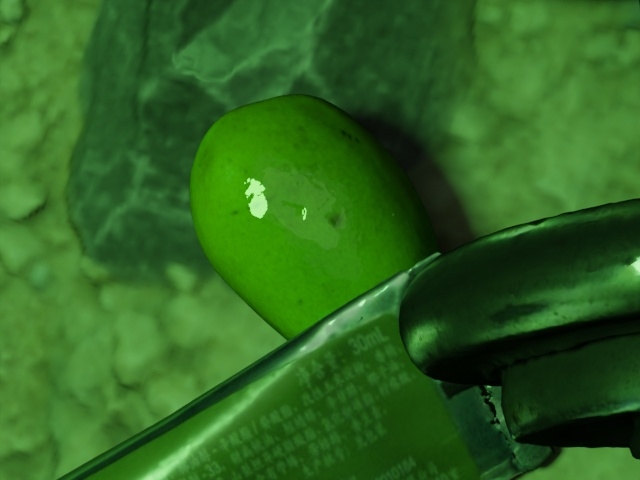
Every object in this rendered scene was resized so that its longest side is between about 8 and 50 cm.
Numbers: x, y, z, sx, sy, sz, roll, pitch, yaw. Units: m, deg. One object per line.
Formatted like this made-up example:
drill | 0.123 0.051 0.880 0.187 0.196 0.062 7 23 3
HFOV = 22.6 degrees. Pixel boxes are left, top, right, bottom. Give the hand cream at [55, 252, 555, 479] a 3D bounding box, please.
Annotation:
hand cream | -0.044 0.092 0.534 0.235 0.055 0.086 -29 113 7

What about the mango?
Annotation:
mango | 0.000 0.000 0.545 0.073 0.056 0.108 -32 85 10

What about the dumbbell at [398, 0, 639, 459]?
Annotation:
dumbbell | 0.112 -0.051 0.455 0.192 0.192 0.290 -7 77 13
